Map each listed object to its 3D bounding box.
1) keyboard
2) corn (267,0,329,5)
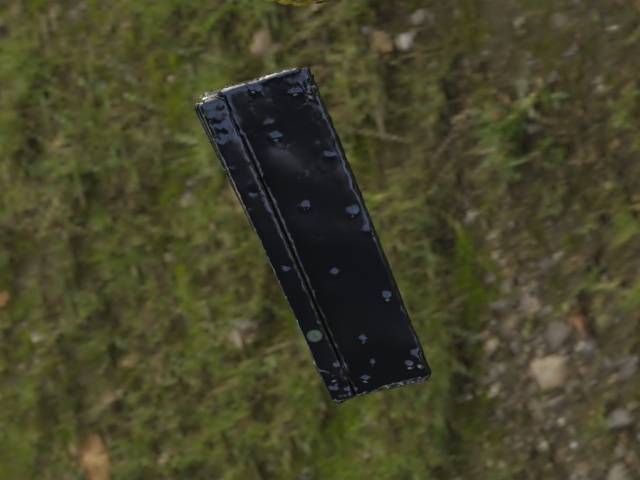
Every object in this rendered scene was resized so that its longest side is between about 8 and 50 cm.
[{"bbox_3d":[0.000,0.000,1.005,0.072,0.023,0.231,-17,119,13],"label":"keyboard"},{"bbox_3d":[-0.074,-0.139,0.613,0.072,0.203,0.072,-168,90,-70],"label":"corn"}]
